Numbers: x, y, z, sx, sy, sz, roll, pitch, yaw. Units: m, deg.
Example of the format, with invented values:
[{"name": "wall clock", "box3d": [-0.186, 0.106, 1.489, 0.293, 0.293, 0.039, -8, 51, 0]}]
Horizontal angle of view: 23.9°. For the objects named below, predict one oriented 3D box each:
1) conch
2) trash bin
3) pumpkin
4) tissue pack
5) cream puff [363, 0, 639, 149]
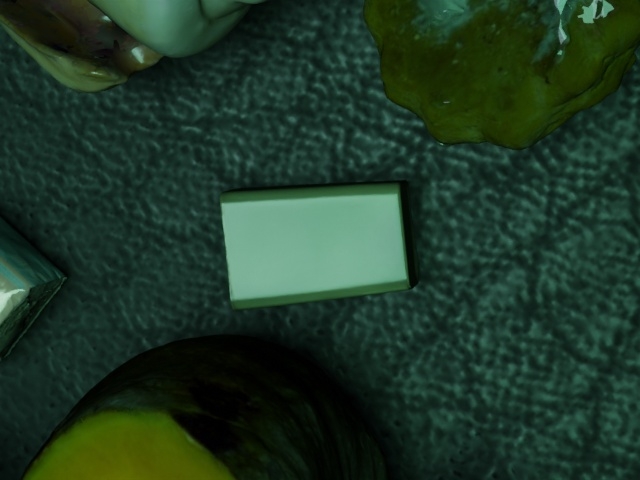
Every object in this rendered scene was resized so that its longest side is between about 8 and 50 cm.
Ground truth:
[{"name": "conch", "box3d": [-0.106, -0.173, 0.752, 0.255, 0.127, 0.158, 39, 135, 29]}, {"name": "trash bin", "box3d": [0.000, 0.000, 0.766, 0.092, 0.043, 0.061, -5, 94, 13]}, {"name": "pumpkin", "box3d": [-0.014, 0.188, 0.712, 0.222, 0.139, 0.317, -35, 74, 30]}, {"name": "tissue pack", "box3d": [-0.195, 0.018, 0.806, 0.094, 0.059, 0.074, 40, 101, 7]}, {"name": "cream puff", "box3d": [0.098, -0.117, 0.703, 0.146, 0.116, 0.146, 9, 104, 38]}]
